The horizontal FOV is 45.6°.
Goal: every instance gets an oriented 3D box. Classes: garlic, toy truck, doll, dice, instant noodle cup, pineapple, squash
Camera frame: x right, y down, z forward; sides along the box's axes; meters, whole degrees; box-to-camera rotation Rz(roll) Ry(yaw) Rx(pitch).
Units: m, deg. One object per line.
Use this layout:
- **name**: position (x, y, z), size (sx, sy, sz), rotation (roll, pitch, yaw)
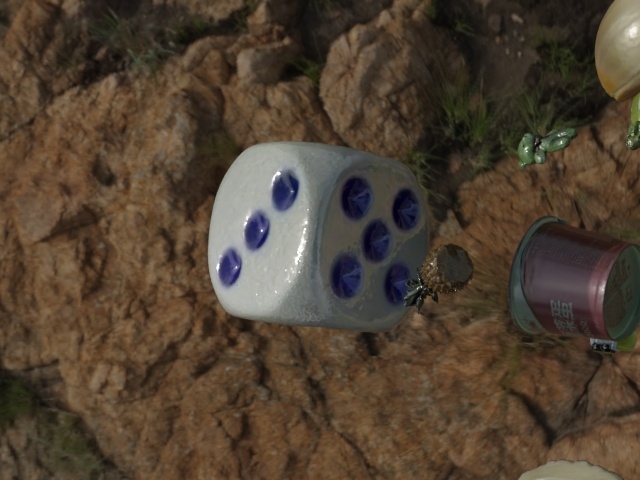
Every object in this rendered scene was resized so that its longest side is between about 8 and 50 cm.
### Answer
- **garlic**: position (0.505, -0.304, 1.081), size (0.245, 0.164, 0.145), rotation (-31, 53, 22)
- **toy truck**: position (0.632, 0.208, 1.640), size (0.077, 0.111, 0.076), rotation (12, 84, -5)
- **doll**: position (0.514, -0.225, 1.741), size (0.150, 0.077, 0.115), rotation (-16, 36, 52)
- **dice**: position (0.000, 0.000, 1.356), size (0.277, 0.304, 0.304), rotation (1, 84, 43)
- **instant noodle cup**: position (0.485, 0.080, 1.413), size (0.178, 0.234, 0.235), rotation (12, 86, 46)
- **pineapple**: position (0.123, 0.044, 0.864), size (0.058, 0.124, 0.058), rotation (8, 69, -20)
- **squash**: position (0.670, -0.237, 1.546), size (0.105, 0.105, 0.132), rotation (22, 51, 22)

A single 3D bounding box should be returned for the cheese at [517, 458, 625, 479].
- **cheese**: position (0.473, 0.583, 1.472), size (0.153, 0.292, 0.332), rotation (50, 145, -6)
